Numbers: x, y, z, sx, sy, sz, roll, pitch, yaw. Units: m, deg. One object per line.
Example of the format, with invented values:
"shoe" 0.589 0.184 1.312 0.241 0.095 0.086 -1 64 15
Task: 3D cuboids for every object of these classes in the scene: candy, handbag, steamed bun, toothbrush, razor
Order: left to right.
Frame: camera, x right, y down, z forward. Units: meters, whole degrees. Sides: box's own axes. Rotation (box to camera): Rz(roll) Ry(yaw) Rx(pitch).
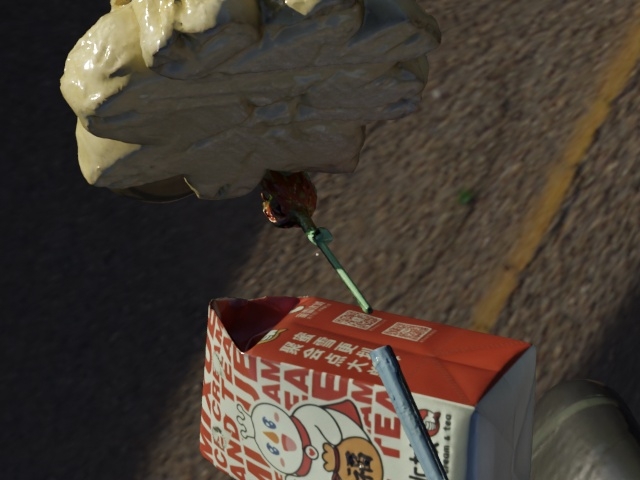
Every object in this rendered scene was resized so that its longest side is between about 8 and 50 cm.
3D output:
"steamed bun" -0.062 -0.140 1.271 0.292 0.295 0.137 -29 65 27
"candy" 0.000 0.000 1.346 0.049 0.055 0.184 -39 45 2
"handbag" 0.023 0.156 1.452 0.298 0.151 0.171 10 113 24
"toothbrush" 0.077 0.165 1.085 0.019 0.016 0.219 -16 69 -17
"razor" 0.294 0.303 1.772 0.113 0.349 0.204 22 112 -30

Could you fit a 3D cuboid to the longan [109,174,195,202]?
"longan" -0.166 -0.137 1.861 0.159 0.185 0.204 37 109 28
